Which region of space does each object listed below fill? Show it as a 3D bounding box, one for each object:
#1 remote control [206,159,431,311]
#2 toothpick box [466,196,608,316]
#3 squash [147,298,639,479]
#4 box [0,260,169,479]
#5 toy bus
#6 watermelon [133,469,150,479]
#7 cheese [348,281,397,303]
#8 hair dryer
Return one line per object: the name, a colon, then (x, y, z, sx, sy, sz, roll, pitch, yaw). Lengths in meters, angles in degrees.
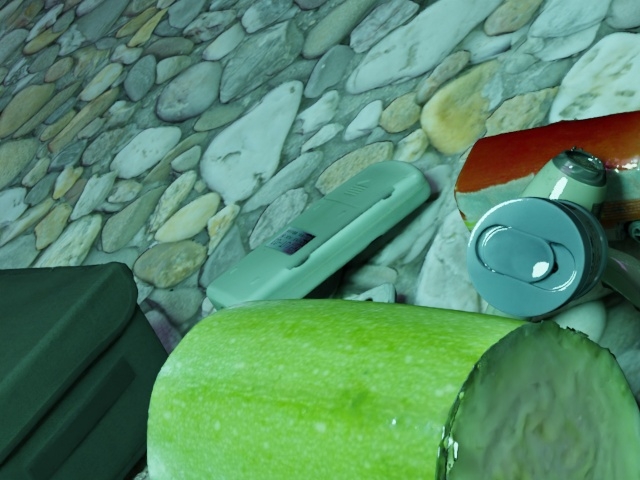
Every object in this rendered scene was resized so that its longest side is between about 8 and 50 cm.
remote control: (0.000, 0.000, 1.521, 0.296, 0.056, 0.140, -37, 23, -16)
toothpick box: (0.193, 0.011, 1.087, 0.101, 0.101, 0.153, -29, -8, 18)
squash: (0.057, 0.182, 1.094, 0.384, 0.263, 0.263, 0, 50, 47)
box: (-0.368, 0.209, 1.484, 0.251, 0.204, 0.345, -5, 33, 37)
toy bus: (0.269, -0.060, 1.290, 0.265, 0.120, 0.121, -6, 43, 41)
watermelon: (-0.199, 0.309, 1.395, 0.187, 0.071, 0.139, -43, 28, -3)
cheese: (-0.011, 0.108, 1.449, 0.235, 0.050, 0.127, -24, 32, 30)
hair dryer: (0.244, 0.055, 1.208, 0.088, 0.225, 0.219, -18, -24, -50)
